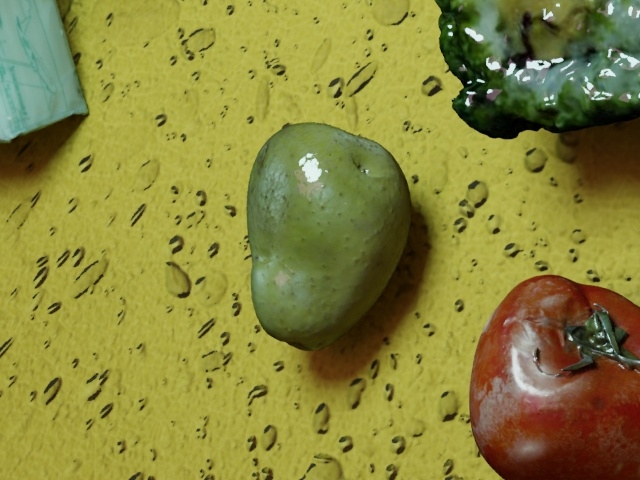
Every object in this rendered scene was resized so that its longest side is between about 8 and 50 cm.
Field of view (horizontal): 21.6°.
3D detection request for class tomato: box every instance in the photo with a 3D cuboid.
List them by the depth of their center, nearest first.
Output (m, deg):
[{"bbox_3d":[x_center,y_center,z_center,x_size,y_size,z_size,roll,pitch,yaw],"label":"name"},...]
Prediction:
[{"bbox_3d":[0.204,0.118,1.304,0.187,0.151,0.187,0,46,0],"label":"tomato"}]

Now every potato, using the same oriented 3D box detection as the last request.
[{"bbox_3d":[0.000,0.000,1.476,0.157,0.157,0.194,10,84,36],"label":"potato"}]

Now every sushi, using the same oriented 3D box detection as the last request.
[{"bbox_3d":[0.254,-0.245,1.305,0.352,0.178,0.294,-15,91,35],"label":"sushi"}]

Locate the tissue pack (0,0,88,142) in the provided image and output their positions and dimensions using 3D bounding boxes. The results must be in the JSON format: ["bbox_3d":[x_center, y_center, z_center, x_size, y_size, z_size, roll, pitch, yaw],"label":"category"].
[{"bbox_3d":[-0.435,-0.288,1.761,0.287,0.162,0.388,-5,106,33],"label":"tissue pack"}]
